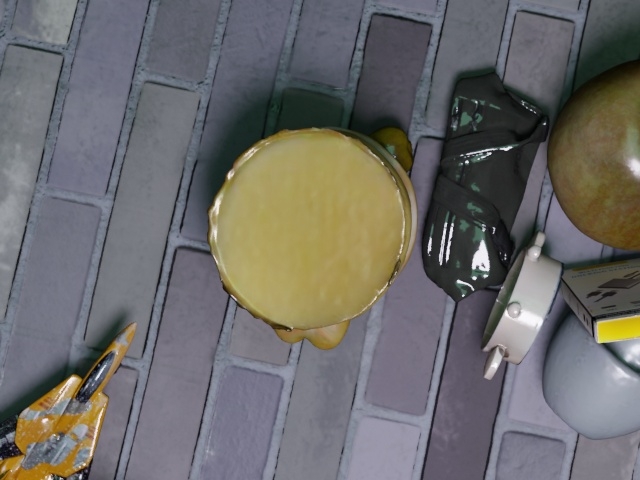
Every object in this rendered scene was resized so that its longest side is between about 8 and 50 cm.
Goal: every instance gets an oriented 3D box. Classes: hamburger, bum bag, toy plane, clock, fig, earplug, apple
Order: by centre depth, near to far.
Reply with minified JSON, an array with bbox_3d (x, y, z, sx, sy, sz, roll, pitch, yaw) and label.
[{"bbox_3d":[0.454,0.165,1.633,0.325,0.214,0.175,-7,100,6],"label":"earplug"},{"bbox_3d":[0.431,-0.113,1.633,0.257,0.234,0.257,0,86,-3],"label":"apple"},{"bbox_3d":[0.000,0.000,1.642,0.261,0.186,0.303,0,91,12],"label":"hamburger"},{"bbox_3d":[0.272,0.088,1.654,0.063,0.155,0.229,22,63,1],"label":"clock"},{"bbox_3d":[-0.341,0.242,1.677,0.204,0.103,0.316,34,80,1],"label":"toy plane"},{"bbox_3d":[0.226,-0.072,1.706,0.142,0.080,0.326,12,86,5],"label":"bum bag"},{"bbox_3d":[0.085,-0.118,1.714,0.088,0.074,0.074,-16,85,17],"label":"fig"}]

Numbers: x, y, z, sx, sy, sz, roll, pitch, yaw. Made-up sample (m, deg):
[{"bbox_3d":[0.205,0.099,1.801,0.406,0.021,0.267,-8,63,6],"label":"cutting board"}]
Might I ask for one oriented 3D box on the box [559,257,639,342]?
[{"bbox_3d":[0.388,0.070,1.612,0.129,0.247,0.033,-9,106,-1],"label":"box"}]
